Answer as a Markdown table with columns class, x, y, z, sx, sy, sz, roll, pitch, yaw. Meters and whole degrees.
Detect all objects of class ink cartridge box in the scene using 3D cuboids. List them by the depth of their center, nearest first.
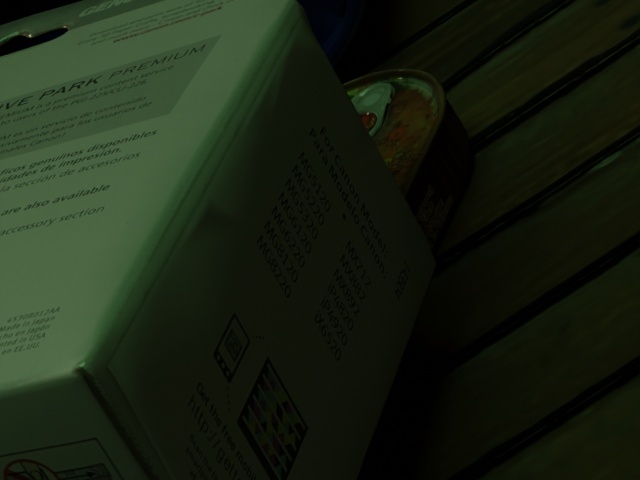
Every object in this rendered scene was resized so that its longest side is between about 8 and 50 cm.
| class | x | y | z | sx | sy | sz | roll | pitch | yaw |
| --- | --- | --- | --- | --- | --- | --- | --- | --- | --- |
| ink cartridge box | -0.130 | 0.030 | 0.650 | 0.309 | 0.130 | 0.272 | -12 | 32 | 28 |

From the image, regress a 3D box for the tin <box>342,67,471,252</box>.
| class | x | y | z | sx | sy | sz | roll | pitch | yaw |
| --- | --- | --- | --- | --- | --- | --- | --- | --- | --- |
| tin | 0.000 | 0.000 | 0.747 | 0.106 | 0.040 | 0.190 | -5 | 42 | 35 |

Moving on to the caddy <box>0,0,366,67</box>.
| class | x | y | z | sx | sy | sz | roll | pitch | yaw |
| --- | --- | --- | --- | --- | --- | --- | --- | --- | --- |
| caddy | -0.128 | -0.167 | 0.912 | 0.341 | 0.241 | 0.179 | -24 | 38 | 18 |
